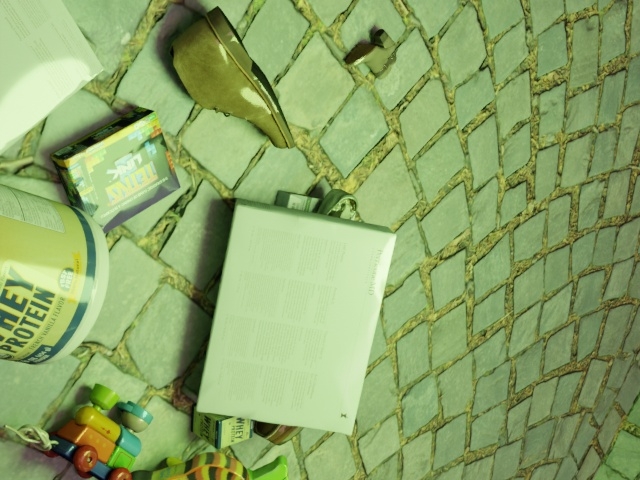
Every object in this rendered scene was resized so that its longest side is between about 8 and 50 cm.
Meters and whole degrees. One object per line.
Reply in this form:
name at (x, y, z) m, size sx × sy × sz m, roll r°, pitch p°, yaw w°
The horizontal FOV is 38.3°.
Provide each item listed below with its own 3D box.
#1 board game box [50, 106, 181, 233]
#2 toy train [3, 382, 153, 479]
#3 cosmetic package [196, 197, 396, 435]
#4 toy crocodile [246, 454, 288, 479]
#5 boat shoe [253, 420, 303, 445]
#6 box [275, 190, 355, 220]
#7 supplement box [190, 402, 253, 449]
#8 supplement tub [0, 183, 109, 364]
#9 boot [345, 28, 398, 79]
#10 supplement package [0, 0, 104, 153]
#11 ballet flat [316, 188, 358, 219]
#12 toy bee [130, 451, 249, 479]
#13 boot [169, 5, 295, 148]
board game box at (-0.311, -0.105, 1.418) m, size 0.170 × 0.048 × 0.141 m, roll -36°, pitch 126°, yaw -30°
toy train at (-0.377, 0.290, 1.472) m, size 0.248 × 0.105 × 0.143 m, roll 51°, pitch 58°, yaw -43°
cosmetic package at (-0.047, 0.137, 1.634) m, size 0.284 × 0.097 × 0.377 m, roll 11°, pitch 99°, yaw -7°
toy crocodile at (-0.191, 0.509, 1.672) m, size 0.340 × 0.115 × 0.105 m, roll -42°, pitch 94°, yaw 5°
boat shoe at (-0.044, 0.229, 1.772) m, size 0.120 × 0.122 × 0.324 m, roll 41°, pitch 71°, yaw -36°
box at (-0.020, -0.011, 1.751) m, size 0.186 × 0.038 × 0.145 m, roll 7°, pitch 100°, yaw -45°
supplement box at (-0.180, 0.331, 1.687) m, size 0.083 × 0.083 × 0.056 m, roll -11°, pitch 112°, yaw -42°
supplement tub at (-0.461, 0.030, 1.189) m, size 0.316 × 0.228 × 0.228 m, roll 20°, pitch 91°, yaw -47°
boot at (0.102, -0.341, 1.748) m, size 0.118 × 0.042 × 0.087 m, roll -43°, pitch 139°, yaw -16°
supplement package at (-0.431, -0.244, 1.171) m, size 0.203 × 0.149 × 0.194 m, roll -46°, pitch 132°, yaw -22°
ballet flat at (0.000, 0.000, 1.697) m, size 0.072 × 0.068 × 0.213 m, roll 40°, pitch 76°, yaw -45°
toy bee at (-0.280, 0.441, 1.578) m, size 0.298 × 0.195 × 0.162 m, roll -36°, pitch 104°, yaw -17°
boot at (-0.141, -0.245, 1.523) m, size 0.115 × 0.112 × 0.305 m, roll -32°, pitch 137°, yaw 5°
